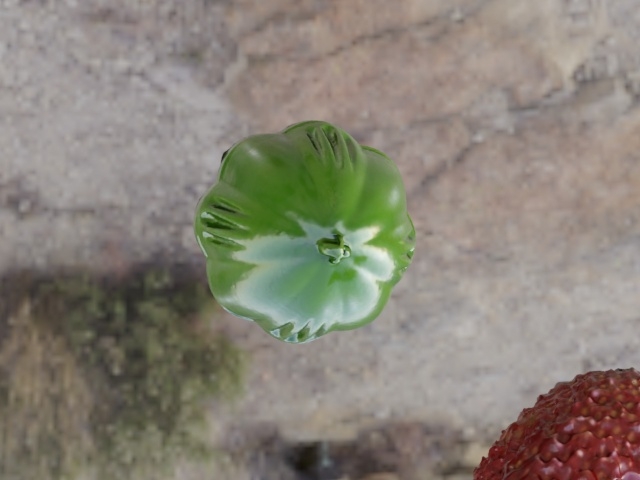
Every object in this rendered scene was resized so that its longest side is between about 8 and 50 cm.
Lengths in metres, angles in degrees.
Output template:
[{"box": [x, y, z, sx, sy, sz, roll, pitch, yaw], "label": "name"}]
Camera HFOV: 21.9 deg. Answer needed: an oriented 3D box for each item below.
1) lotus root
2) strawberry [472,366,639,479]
[{"box": [0.000, 0.000, 1.264, 0.186, 0.186, 0.186, -1, 156, -1], "label": "lotus root"}, {"box": [0.145, 0.166, 1.104, 0.167, 0.208, 0.087, -10, 145, 28], "label": "strawberry"}]
